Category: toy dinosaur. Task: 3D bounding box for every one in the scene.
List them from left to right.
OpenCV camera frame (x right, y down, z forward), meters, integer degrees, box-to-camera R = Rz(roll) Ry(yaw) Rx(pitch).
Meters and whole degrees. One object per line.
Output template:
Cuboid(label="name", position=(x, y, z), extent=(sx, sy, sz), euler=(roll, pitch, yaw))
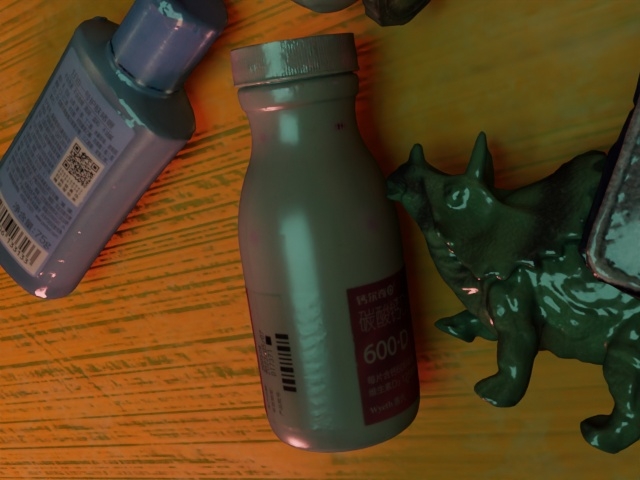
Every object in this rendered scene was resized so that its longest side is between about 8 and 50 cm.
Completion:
Cuboid(label="toy dinosaur", position=(0.142, 0.056, 0.370), extent=(0.120, 0.079, 0.292), euler=(-46, 75, 11))

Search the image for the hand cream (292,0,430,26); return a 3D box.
Cuboid(label="hand cream", position=(-0.070, -0.224, 0.447), extent=(0.336, 0.076, 0.121), euler=(42, 121, 23))

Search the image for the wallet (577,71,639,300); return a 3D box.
Cuboid(label="wallet", position=(0.205, -0.062, 0.291), extent=(0.167, 0.036, 0.222), euler=(19, 100, 21))

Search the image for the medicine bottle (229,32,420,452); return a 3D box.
Cuboid(label="medicine bottle", position=(0.000, 0.000, 0.444), extent=(0.090, 0.090, 0.217), euler=(0, 104, 33))

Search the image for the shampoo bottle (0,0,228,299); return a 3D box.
Cuboid(label="shampoo bottle", position=(-0.148, -0.069, 0.537), extent=(0.104, 0.061, 0.258), euler=(53, 125, 10))
